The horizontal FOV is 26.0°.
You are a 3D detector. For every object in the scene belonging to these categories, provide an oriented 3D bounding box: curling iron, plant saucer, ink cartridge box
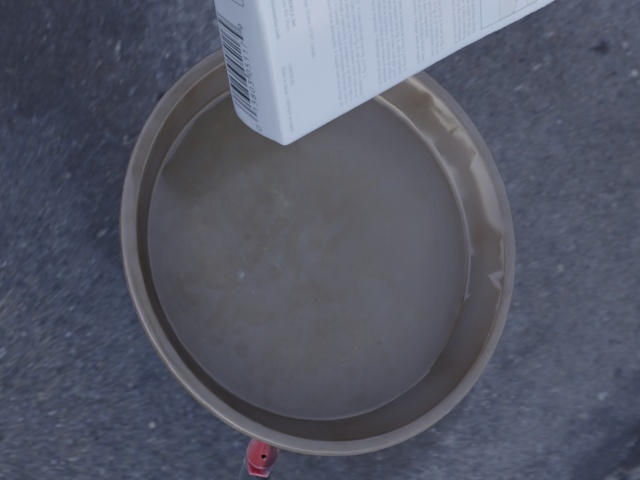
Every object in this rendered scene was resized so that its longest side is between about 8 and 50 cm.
[{"bbox_3d":[-0.041,0.196,1.228,0.068,0.274,0.035,39,40,13],"label":"curling iron"},{"bbox_3d":[0.000,0.000,0.898,0.277,0.041,0.278,5,79,-24],"label":"plant saucer"},{"bbox_3d":[0.046,-0.181,0.766,0.232,0.189,0.066,-33,49,-24],"label":"ink cartridge box"}]
